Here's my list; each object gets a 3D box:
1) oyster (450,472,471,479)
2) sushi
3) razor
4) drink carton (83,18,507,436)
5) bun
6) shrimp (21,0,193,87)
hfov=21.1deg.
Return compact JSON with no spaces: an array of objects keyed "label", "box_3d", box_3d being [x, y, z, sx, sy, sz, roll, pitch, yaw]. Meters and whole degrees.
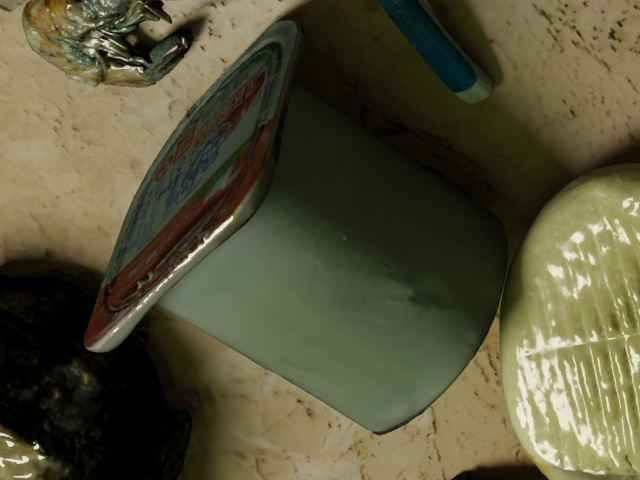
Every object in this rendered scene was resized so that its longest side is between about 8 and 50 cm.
[{"label":"oyster","box_3d":[0.133,0.258,1.220,0.198,0.092,0.259,33,135,-1]},{"label":"sushi","box_3d":[-0.210,0.192,1.244,0.211,0.171,0.350,14,131,13]},{"label":"razor","box_3d":[0.038,-0.147,0.953,0.068,0.037,0.191,-21,118,32]},{"label":"drink carton","box_3d":[0.000,0.000,1.006,0.189,0.191,0.185,29,131,-16]},{"label":"bun","box_3d":[0.216,0.058,0.990,0.229,0.145,0.229,12,107,41]},{"label":"shrimp","box_3d":[-0.111,-0.137,1.030,0.161,0.034,0.091,-22,129,41]}]
